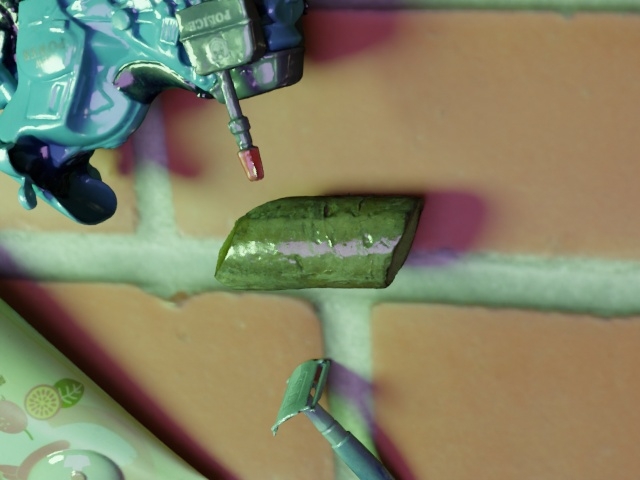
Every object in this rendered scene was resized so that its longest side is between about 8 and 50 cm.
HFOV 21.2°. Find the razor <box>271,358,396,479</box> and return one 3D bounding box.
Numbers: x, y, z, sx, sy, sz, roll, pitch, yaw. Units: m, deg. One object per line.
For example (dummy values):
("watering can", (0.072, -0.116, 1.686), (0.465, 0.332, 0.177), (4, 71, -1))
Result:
("razor", (0.025, 0.154, 1.245), (0.040, 0.068, 0.135), (-34, 109, 28))

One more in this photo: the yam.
("yam", (0.000, 0.000, 1.182), (0.146, 0.070, 0.069), (0, 110, 18))

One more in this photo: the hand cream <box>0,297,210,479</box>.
("hand cream", (-0.226, 0.126, 1.298), (0.147, 0.093, 0.306), (-39, 104, 27))

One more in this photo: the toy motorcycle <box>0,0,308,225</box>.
("toy motorcycle", (-0.131, -0.110, 1.153), (0.272, 0.123, 0.182), (-13, 95, 22))
